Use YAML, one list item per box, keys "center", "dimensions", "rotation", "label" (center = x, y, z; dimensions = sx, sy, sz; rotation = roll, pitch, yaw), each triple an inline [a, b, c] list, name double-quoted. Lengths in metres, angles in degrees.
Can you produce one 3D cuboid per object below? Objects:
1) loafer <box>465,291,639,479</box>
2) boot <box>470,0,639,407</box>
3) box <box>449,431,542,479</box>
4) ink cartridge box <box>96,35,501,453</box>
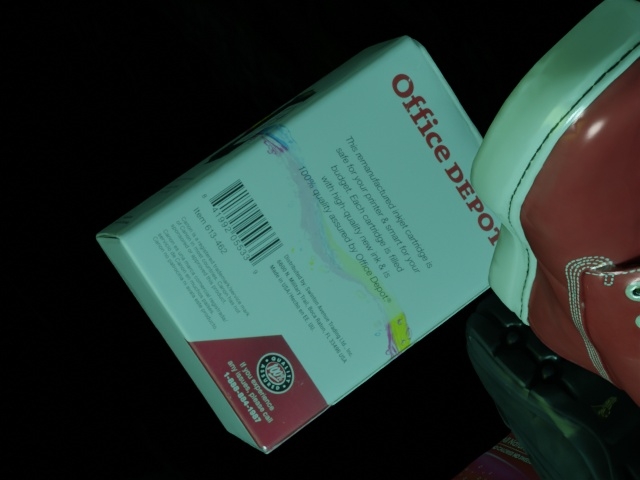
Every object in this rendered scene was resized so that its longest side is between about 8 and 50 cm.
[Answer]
- center: [0.153, 0.111, 0.810]
  dimensions: [0.223, 0.076, 0.078]
  rotation: [50, 169, 31]
  label: "loafer"
- center: [0.145, 0.021, 0.625]
  dimensions: [0.176, 0.088, 0.244]
  rotation: [47, 171, 22]
  label: "boot"
- center: [0.149, 0.212, 0.918]
  dimensions: [0.122, 0.128, 0.257]
  rotation: [59, 163, -19]
  label: "box"
- center: [0.000, 0.000, 0.819]
  dimensions: [0.127, 0.175, 0.072]
  rotation: [57, 166, -10]
  label: "ink cartridge box"
